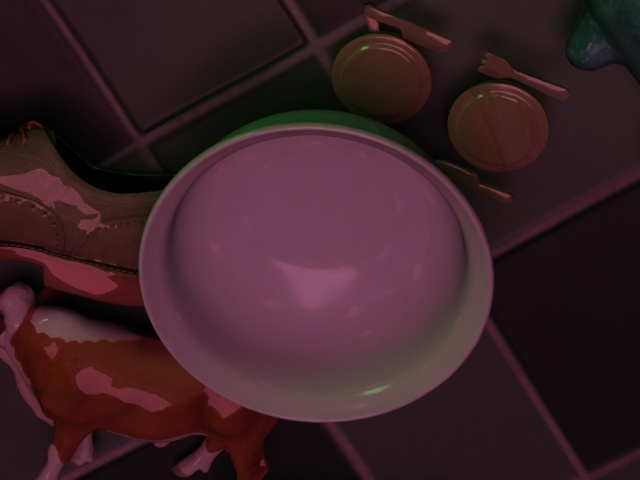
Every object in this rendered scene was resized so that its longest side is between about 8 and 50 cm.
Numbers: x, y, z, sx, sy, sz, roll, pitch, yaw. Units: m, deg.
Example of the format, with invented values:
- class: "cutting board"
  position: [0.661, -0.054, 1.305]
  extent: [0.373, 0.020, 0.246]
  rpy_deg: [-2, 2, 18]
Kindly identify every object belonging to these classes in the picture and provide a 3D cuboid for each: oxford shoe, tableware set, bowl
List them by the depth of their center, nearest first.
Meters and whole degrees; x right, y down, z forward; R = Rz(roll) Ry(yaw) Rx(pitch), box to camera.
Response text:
- class: "bowl"
  position: [0.000, 0.000, 1.554]
  extent: [0.297, 0.134, 0.298]
  rpy_deg: [2, 123, 3]
- class: "tableware set"
  position: [0.104, -0.124, 1.560]
  extent: [0.194, 0.039, 0.128]
  rpy_deg: [23, 125, -3]
- class: "oxford shoe"
  position: [-0.283, -0.053, 1.563]
  extent: [0.348, 0.123, 0.130]
  rpy_deg: [15, 108, -16]

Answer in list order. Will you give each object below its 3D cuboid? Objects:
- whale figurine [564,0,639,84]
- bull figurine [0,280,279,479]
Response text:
- class: "whale figurine"
  position: [0.309, -0.164, 1.480]
  extent: [0.216, 0.141, 0.272]
  rpy_deg: [-9, 115, 5]
- class: "bull figurine"
  position: [-0.178, 0.143, 1.654]
  extent: [0.310, 0.101, 0.188]
  rpy_deg: [10, 118, -1]
